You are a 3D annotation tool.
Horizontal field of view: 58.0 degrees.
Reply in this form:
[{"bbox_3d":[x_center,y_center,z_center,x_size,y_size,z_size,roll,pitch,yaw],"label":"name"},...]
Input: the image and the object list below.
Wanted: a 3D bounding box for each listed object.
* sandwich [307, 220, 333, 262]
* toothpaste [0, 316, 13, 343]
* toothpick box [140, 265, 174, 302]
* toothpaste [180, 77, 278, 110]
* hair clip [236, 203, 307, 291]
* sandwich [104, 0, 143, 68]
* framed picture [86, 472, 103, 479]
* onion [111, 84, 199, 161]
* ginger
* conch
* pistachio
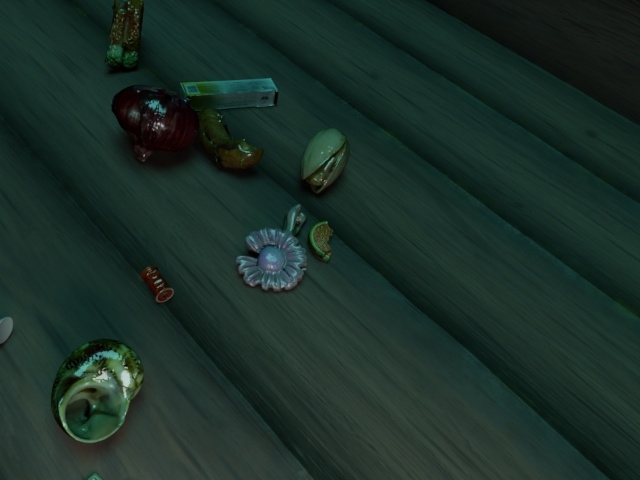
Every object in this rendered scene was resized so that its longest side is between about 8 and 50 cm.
[{"bbox_3d":[-0.001,-0.002,1.546,0.067,0.029,0.135,13,44,-10],"label":"sandwich"},{"bbox_3d":[-0.775,0.157,1.189,0.266,0.061,0.096,11,46,5],"label":"toothpaste"},{"bbox_3d":[-0.381,0.099,1.340,0.047,0.047,0.083,-25,57,-32],"label":"toothpick box"},{"bbox_3d":[-0.297,-0.483,1.900,0.313,0.071,0.089,-10,48,-22],"label":"toothpaste"},{"bbox_3d":[-0.098,0.003,1.489,0.173,0.069,0.300,19,46,4],"label":"hair clip"},{"bbox_3d":[-0.656,-0.720,1.955,0.109,0.212,0.292,11,30,-25],"label":"sandwich"},{"bbox_3d":[-0.408,0.504,0.973,0.142,0.011,0.183,34,49,18],"label":"framed picture"},{"bbox_3d":[-0.470,-0.328,1.625,0.252,0.219,0.252,27,3,-1],"label":"onion"},{"bbox_3d":[-0.294,-0.305,1.709,0.133,0.107,0.309,-33,57,-20],"label":"ginger"},{"bbox_3d":[-0.422,0.286,1.108,0.182,0.124,0.187,-10,74,-34],"label":"conch"},{"bbox_3d":[0.014,-0.241,1.701,0.144,0.144,0.215,19,56,3],"label":"pistachio"}]
